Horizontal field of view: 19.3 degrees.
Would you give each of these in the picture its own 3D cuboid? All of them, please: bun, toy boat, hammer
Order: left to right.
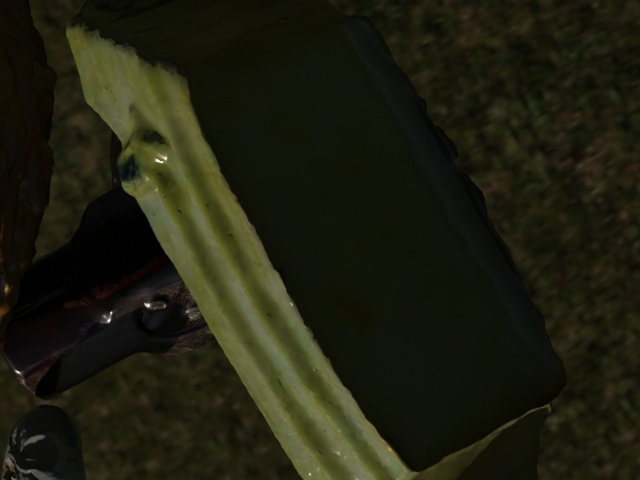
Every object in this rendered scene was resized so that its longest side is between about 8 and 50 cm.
[{"bbox_3d":[-0.173,0.142,1.161,0.083,0.045,0.083,-9,80,63],"label":"bun"},{"bbox_3d":[-0.121,-0.109,1.268,0.242,0.095,0.409,-26,52,19],"label":"hammer"},{"bbox_3d":[0.002,-0.003,0.749,0.276,0.111,0.084,60,148,7],"label":"toy boat"}]

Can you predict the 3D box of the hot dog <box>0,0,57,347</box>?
[{"bbox_3d":[-0.270,0.015,1.069,0.174,0.267,0.387,34,106,-14],"label":"hot dog"}]
